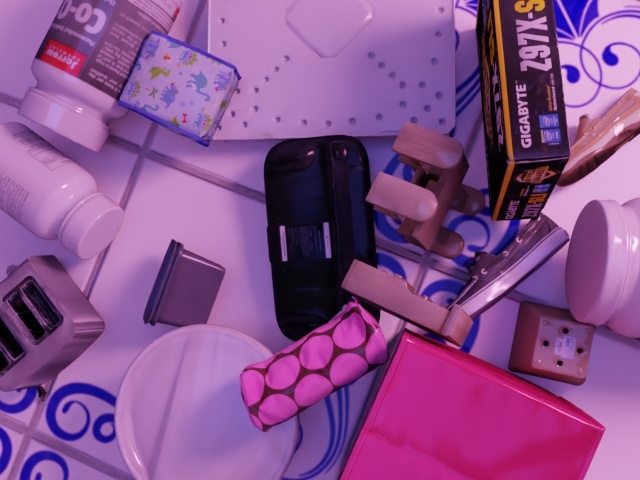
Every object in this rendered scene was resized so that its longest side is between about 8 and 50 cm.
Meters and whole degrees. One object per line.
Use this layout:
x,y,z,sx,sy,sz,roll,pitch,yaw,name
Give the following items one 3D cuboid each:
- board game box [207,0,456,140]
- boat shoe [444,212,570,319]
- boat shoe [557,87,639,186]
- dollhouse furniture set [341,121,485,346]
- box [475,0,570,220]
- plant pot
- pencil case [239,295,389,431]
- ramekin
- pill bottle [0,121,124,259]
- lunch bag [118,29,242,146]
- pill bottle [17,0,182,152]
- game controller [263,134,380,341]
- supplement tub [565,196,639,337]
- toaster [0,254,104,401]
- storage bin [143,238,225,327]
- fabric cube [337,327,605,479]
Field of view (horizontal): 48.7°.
0.016,-0.351,1.128,0.390,0.050,0.390,0,85,8,board game box
0.259,0.041,1.049,0.228,0.080,0.076,-40,71,3,boat shoe
0.410,-0.156,1.055,0.190,0.068,0.072,-36,69,-6,boat shoe
0.163,-0.002,0.969,0.161,0.212,0.242,24,84,25,dollhouse furniture set
0.263,-0.213,0.955,0.079,0.257,0.322,-3,76,7,box
0.338,0.150,1.016,0.109,0.096,0.109,11,87,10,plant pot
-0.012,0.165,0.944,0.209,0.095,0.098,-31,75,1,pencil case
-0.158,0.259,1.062,0.273,0.127,0.272,-1,85,8,ramekin
-0.434,-0.076,1.127,0.229,0.131,0.131,35,91,9,pill bottle
-0.216,-0.232,1.077,0.151,0.096,0.128,25,89,-1,lunch bag
-0.351,-0.295,1.119,0.161,0.161,0.283,26,89,9,pill bottle
0.000,0.000,1.085,0.166,0.067,0.319,-4,92,21,game controller
0.490,0.044,0.944,0.272,0.191,0.191,7,86,3,supplement tub
-0.457,0.138,1.123,0.168,0.110,0.185,-40,81,4,toaster
-0.212,0.077,1.110,0.091,0.098,0.135,21,88,-18,storage bin
0.179,0.287,0.949,0.258,0.254,0.259,24,88,8,fabric cube
